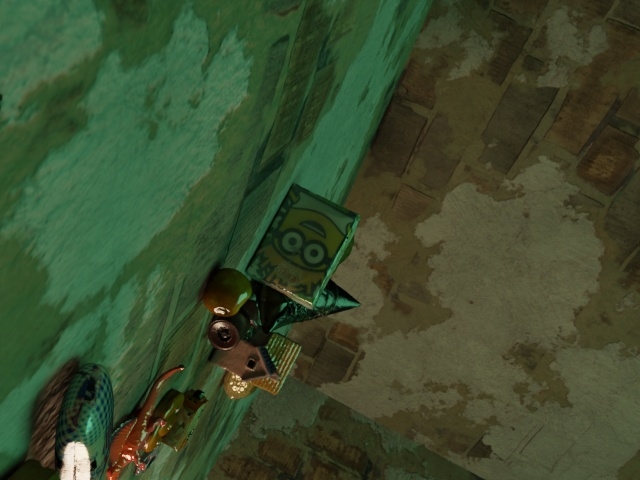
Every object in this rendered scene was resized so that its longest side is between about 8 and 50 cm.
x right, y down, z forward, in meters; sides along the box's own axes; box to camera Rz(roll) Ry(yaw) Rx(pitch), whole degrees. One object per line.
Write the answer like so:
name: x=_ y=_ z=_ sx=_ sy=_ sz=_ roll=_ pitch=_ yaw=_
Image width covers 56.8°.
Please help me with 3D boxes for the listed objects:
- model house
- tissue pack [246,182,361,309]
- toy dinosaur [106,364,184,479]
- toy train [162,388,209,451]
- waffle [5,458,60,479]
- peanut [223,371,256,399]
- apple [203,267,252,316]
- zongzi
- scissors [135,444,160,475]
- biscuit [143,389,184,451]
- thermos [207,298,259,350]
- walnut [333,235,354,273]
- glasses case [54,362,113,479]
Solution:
model house: x=-0.201 y=0.361 z=1.923 sx=0.202 sy=0.237 sz=0.237 roll=-60 pitch=174 yaw=-10
tissue pack: x=-0.049 y=0.019 z=1.775 sx=0.310 sy=0.228 sz=0.128 roll=-62 pitch=175 yaw=-12
toy dinosaur: x=-0.403 y=0.393 z=1.280 sx=0.286 sy=0.070 sz=0.139 roll=-64 pitch=152 yaw=-3
toy train: x=-0.400 y=0.526 z=1.737 sx=0.188 sy=0.072 sz=0.099 roll=-63 pitch=168 yaw=7
waffle: x=-0.492 y=0.499 z=0.783 sx=0.348 sy=0.078 sz=0.304 roll=-65 pitch=173 yaw=19
peanut: x=-0.280 y=0.497 z=2.301 sx=0.159 sy=0.143 sz=0.291 roll=-38 pitch=159 yaw=-52
apple: x=-0.217 y=0.122 z=1.382 sx=0.114 sy=0.102 sz=0.099 roll=-59 pitch=175 yaw=-24
zongzi: x=-0.040 y=0.180 z=2.011 sx=0.383 sy=0.362 sz=0.318 roll=71 pitch=27 yaw=-79
scissors: x=-0.451 y=0.555 z=1.656 sx=0.212 sy=0.021 sz=0.110 roll=-62 pitch=171 yaw=-12
biscuit: x=-0.405 y=0.474 z=1.550 sx=0.170 sy=0.050 sz=0.170 roll=-61 pitch=174 yaw=-11
thermos: x=-0.242 y=0.230 z=1.718 sx=0.124 sy=0.099 sz=0.232 roll=-32 pitch=-174 yaw=19
walnut: x=0.000 y=0.000 z=2.128 sx=0.227 sy=0.282 sz=0.283 roll=-23 pitch=-174 yaw=15
glasses case: x=-0.369 y=0.315 z=0.927 sx=0.125 sy=0.076 sz=0.327 roll=-94 pitch=-161 yaw=-45
